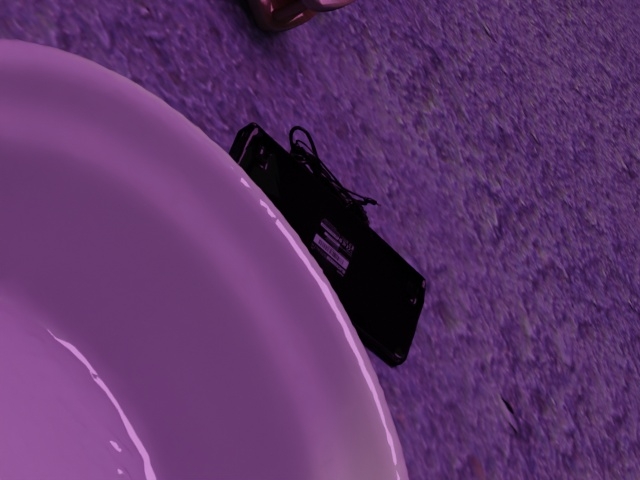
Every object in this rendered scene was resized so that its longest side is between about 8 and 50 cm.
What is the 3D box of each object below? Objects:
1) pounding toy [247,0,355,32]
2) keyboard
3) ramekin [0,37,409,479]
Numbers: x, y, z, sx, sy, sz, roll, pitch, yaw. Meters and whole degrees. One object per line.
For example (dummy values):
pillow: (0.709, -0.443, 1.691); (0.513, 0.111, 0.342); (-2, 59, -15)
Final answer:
pounding toy: (-0.052, -0.246, 0.910); (0.270, 0.155, 0.154); (26, 69, -32)
keyboard: (0.000, 0.000, 0.795); (0.192, 0.038, 0.100); (43, 54, -30)
ramekin: (-0.098, 0.079, 0.421); (0.277, 0.135, 0.277); (40, 32, -33)
